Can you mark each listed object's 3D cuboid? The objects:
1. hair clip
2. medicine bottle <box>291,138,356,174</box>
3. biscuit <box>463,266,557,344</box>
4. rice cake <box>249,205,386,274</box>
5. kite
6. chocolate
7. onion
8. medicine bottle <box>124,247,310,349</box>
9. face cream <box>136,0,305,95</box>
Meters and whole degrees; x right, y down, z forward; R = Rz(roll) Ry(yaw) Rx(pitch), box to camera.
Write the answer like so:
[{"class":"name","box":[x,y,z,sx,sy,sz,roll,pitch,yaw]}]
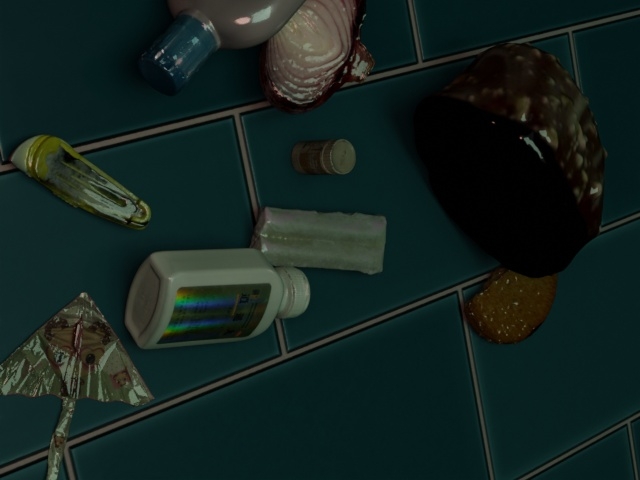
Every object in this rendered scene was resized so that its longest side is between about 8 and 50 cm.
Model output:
[{"class":"hair clip","box":[-0.276,-0.068,1.468,0.188,0.033,0.060,34,69,-31]},{"class":"medicine bottle","box":[0.003,-0.109,1.655,0.047,0.083,0.047,-2,93,-38]},{"class":"biscuit","box":[0.300,0.091,1.935,0.206,0.025,0.126,-34,112,-31]},{"class":"rice cake","box":[0.000,0.000,1.684,0.226,0.040,0.085,4,89,-38]},{"class":"kite","box":[-0.293,0.184,1.479,0.229,0.012,0.250,14,84,-37]},{"class":"chocolate","box":[0.294,-0.134,1.805,0.210,0.225,0.340,-54,125,-32]},{"class":"onion","box":[-0.010,-0.250,1.626,0.151,0.098,0.206,28,75,-12]},{"class":"medicine bottle","box":[-0.120,0.069,1.550,0.229,0.083,0.121,-2,129,-39]},{"class":"face cream","box":[-0.099,-0.310,1.530,0.336,0.163,0.080,-52,155,-24]}]
